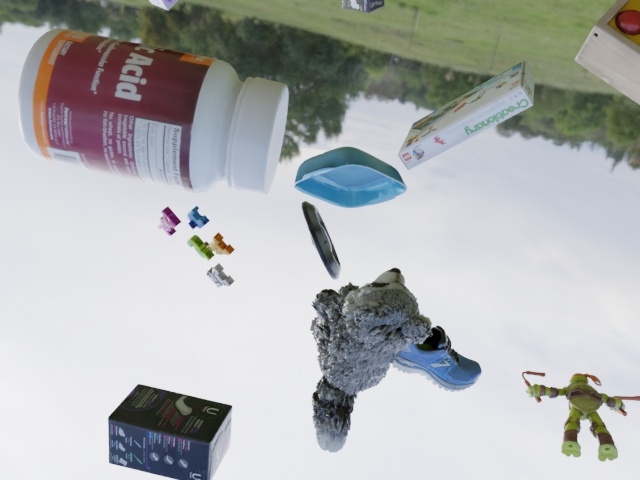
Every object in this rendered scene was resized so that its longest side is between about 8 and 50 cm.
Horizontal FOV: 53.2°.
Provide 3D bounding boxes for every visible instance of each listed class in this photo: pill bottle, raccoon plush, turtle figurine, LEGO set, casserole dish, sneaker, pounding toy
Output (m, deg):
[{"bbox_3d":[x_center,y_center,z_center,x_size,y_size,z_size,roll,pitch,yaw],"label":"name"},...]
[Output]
[{"bbox_3d":[-0.263,-0.205,1.065,0.392,0.224,0.224,11,-163,1],"label":"pill bottle"},{"bbox_3d":[0.112,0.276,1.360,0.216,0.446,0.299,-2,-175,-13],"label":"raccoon plush"},{"bbox_3d":[0.577,0.360,1.371,0.270,0.087,0.217,13,-142,2],"label":"turtle figurine"},{"bbox_3d":[-0.281,0.009,1.497,0.093,0.227,0.087,-29,-166,51],"label":"LEGO set"},{"bbox_3d":[0.043,-0.087,0.888,0.114,0.037,0.188,-16,162,32],"label":"casserole dish"},{"bbox_3d":[0.358,0.344,1.907,0.330,0.147,0.129,21,-151,-23],"label":"sneaker"},{"bbox_3d":[0.409,-0.272,0.794,0.130,0.141,0.100,40,166,13],"label":"pounding toy"}]

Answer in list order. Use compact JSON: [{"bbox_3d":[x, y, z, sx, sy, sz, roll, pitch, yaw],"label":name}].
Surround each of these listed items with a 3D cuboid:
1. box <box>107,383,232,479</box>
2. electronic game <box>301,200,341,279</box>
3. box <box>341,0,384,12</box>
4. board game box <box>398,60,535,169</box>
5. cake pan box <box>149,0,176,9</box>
[{"bbox_3d":[-0.378,0.490,1.622,0.271,0.143,0.165,10,-158,10],"label":"box"},{"bbox_3d":[0.000,0.000,1.726,0.048,0.229,0.229,-22,-164,6],"label":"electronic game"},{"bbox_3d":[0.099,-0.570,1.493,0.083,0.052,0.062,26,-134,34],"label":"box"},{"bbox_3d":[0.329,-0.282,1.440,0.305,0.053,0.193,-26,-162,31],"label":"board game box"},{"bbox_3d":[-0.337,-0.691,1.428,0.070,0.245,0.267,34,167,24],"label":"cake pan box"}]
